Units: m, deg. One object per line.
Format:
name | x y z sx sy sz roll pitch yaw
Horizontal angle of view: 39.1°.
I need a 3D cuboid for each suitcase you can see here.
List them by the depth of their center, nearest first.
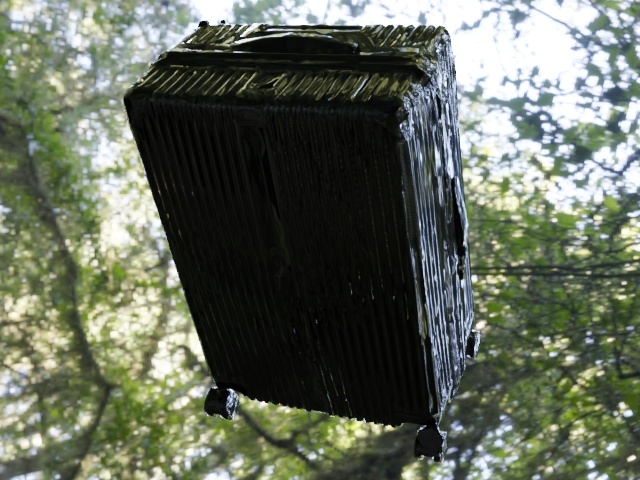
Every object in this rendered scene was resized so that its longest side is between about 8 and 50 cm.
suitcase | 0.000 0.000 0.723 0.230 0.152 0.335 6 -50 21
